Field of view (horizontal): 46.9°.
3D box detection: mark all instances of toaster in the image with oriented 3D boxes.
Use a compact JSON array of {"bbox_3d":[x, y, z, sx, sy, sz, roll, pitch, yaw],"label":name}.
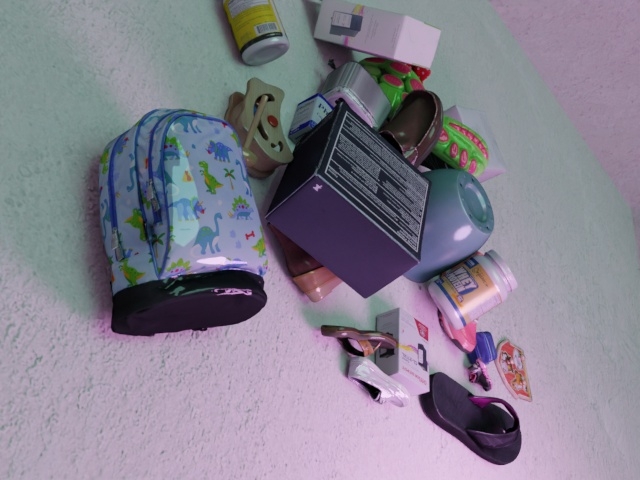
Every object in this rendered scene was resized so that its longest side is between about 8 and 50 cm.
[{"bbox_3d":[0.083,-0.366,1.955,0.227,0.129,0.146,49,40,-25],"label":"toaster"}]

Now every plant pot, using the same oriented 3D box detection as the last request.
[{"bbox_3d":[0.323,-0.060,1.991,0.293,0.235,0.293,31,47,-40],"label":"plant pot"}]

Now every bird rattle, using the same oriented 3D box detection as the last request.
[{"bbox_3d":[0.272,-0.535,2.276,0.207,0.143,0.254,74,-6,-58],"label":"bird rattle"}]

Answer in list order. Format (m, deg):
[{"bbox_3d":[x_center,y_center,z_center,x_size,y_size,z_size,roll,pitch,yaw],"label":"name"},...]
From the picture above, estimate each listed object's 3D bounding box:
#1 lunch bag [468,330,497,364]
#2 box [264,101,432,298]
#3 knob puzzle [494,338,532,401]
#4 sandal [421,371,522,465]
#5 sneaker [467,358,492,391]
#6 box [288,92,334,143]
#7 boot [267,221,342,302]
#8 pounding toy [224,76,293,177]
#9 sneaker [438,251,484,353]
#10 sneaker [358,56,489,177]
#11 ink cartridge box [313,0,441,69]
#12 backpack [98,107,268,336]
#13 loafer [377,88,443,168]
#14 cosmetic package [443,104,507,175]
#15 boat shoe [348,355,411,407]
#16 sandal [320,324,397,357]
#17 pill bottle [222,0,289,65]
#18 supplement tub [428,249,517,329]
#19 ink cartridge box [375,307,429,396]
[{"bbox_3d":[0.451,0.308,2.083,0.065,0.067,0.099,0,71,-52],"label":"lunch bag"},{"bbox_3d":[0.070,-0.088,1.605,0.296,0.182,0.294,39,37,-17],"label":"box"},{"bbox_3d":[0.592,0.388,2.253,0.213,0.030,0.213,30,48,-40],"label":"knob puzzle"},{"bbox_3d":[0.428,0.469,1.919,0.445,0.107,0.168,33,46,-38],"label":"sandal"},{"bbox_3d":[0.439,0.382,2.051,0.047,0.057,0.119,44,-16,56],"label":"sneaker"},{"bbox_3d":[-0.002,-0.274,1.835,0.126,0.072,0.137,43,40,-30],"label":"box"},{"bbox_3d":[0.000,0.000,1.654,0.248,0.090,0.207,-38,103,-51],"label":"boot"},{"bbox_3d":[-0.111,-0.243,1.598,0.154,0.154,0.270,34,45,-30],"label":"pounding toy"},{"bbox_3d":[0.412,0.158,2.062,0.116,0.136,0.314,31,47,-38],"label":"sneaker"},{"bbox_3d":[0.266,-0.332,2.155,0.483,0.202,0.185,45,61,-3],"label":"sneaker"},{"bbox_3d":[0.129,-0.584,2.059,0.207,0.353,0.119,-4,114,-53],"label":"ink cartridge box"},{"bbox_3d":[-0.238,-0.046,1.264,0.290,0.273,0.356,3,55,-45],"label":"backpack"},{"bbox_3d":[0.212,-0.255,1.922,0.366,0.133,0.130,-64,151,-17],"label":"loafer"},{"bbox_3d":[0.477,-0.308,2.429,0.224,0.138,0.224,-4,73,-52],"label":"cosmetic package"},{"bbox_3d":[0.131,0.332,1.654,0.184,0.066,0.063,45,50,-28],"label":"boat shoe"},{"bbox_3d":[0.083,0.227,1.637,0.219,0.090,0.060,19,72,-48],"label":"sandal"},{"bbox_3d":[-0.160,-0.532,1.742,0.119,0.119,0.209,-10,78,-55],"label":"pill bottle"},{"bbox_3d":[0.402,0.128,1.951,0.144,0.199,0.144,57,0,0],"label":"supplement tub"},{"bbox_3d":[0.197,0.270,1.767,0.127,0.072,0.175,36,43,-36],"label":"ink cartridge box"}]
